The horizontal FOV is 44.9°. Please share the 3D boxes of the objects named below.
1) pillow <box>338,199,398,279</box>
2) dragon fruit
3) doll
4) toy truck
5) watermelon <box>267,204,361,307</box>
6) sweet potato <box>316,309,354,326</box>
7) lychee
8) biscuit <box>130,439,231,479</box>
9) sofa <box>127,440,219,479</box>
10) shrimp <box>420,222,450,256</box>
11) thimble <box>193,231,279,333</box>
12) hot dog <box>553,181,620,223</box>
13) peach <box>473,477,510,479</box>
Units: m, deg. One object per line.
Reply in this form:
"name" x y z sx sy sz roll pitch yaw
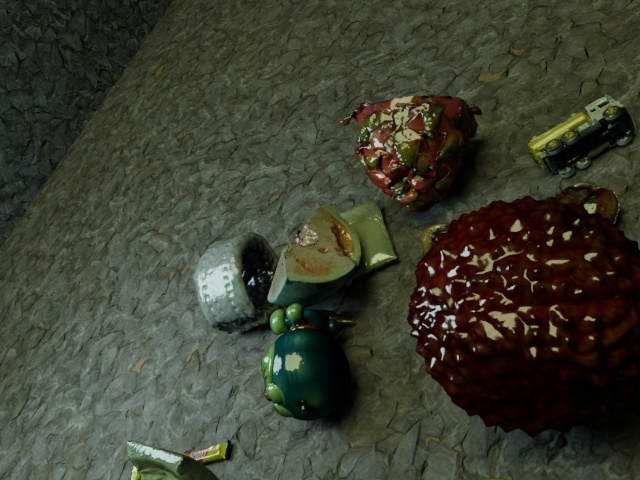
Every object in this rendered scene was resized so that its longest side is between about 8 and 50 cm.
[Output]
"pillow" 0.108 -0.002 1.982 0.148 0.050 0.230 -30 45 17
"dragon fruit" 0.231 -0.204 1.947 0.314 0.296 0.263 -4 84 33
"doll" -0.031 0.267 1.718 0.186 0.198 0.322 -18 35 14
"toy truck" 0.595 -0.241 1.782 0.227 0.098 0.114 -31 33 14
"watermelon" -0.005 0.079 1.880 0.175 0.188 0.322 27 41 12
"sweet potato" 0.030 0.192 1.861 0.117 0.049 0.049 1 53 31
"lychee" 0.354 0.130 1.359 0.425 0.424 0.500 -56 16 -19
"biscuit" -0.335 0.529 1.845 0.292 0.026 0.048 -21 35 22
"sofa" -0.354 0.581 1.685 0.210 0.176 0.225 3 54 40
"shrimp" 0.278 0.004 1.858 0.091 0.025 0.127 -13 42 28
"thimble" -0.211 0.112 2.011 0.157 0.217 0.245 -22 57 28
"hot dog" 0.508 -0.029 1.658 0.270 0.082 0.162 -39 36 3
"peach" 0.270 0.508 1.250 0.232 0.232 0.232 -22 41 21
